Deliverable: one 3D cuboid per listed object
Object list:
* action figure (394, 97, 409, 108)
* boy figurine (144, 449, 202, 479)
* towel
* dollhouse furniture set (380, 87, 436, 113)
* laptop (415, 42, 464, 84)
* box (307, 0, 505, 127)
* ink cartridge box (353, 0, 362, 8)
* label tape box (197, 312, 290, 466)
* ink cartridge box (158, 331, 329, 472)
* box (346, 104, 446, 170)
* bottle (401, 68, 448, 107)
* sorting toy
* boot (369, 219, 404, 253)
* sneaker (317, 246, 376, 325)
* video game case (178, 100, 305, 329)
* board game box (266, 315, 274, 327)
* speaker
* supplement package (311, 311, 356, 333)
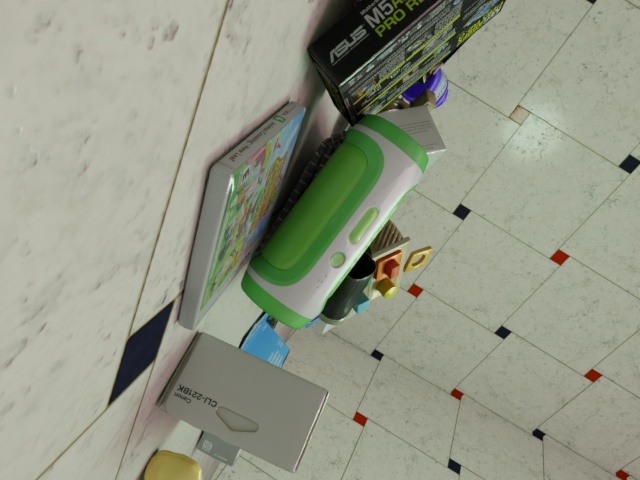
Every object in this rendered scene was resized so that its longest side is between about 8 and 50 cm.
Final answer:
[{"bbox_3d":[0.179,-0.278,1.452,0.330,0.179,0.341,-55,179,33],"label":"action figure"},{"bbox_3d":[-0.266,0.457,0.777,0.177,0.092,0.285,-56,170,-64],"label":"boy figurine"},{"bbox_3d":[-0.003,-0.047,0.859,0.283,0.121,0.235,-61,-177,2],"label":"towel"},{"bbox_3d":[0.168,-0.349,1.146,0.182,0.101,0.160,-32,-133,47],"label":"dollhouse furniture set"},{"bbox_3d":[0.226,-0.506,0.959,0.382,0.236,0.408,-47,144,-12],"label":"laptop"},{"bbox_3d":[0.121,-0.268,0.604,0.270,0.060,0.216,-39,175,8],"label":"box"},{"bbox_3d":[0.092,-0.338,0.642,0.104,0.062,0.181,-62,177,-6],"label":"ink cartridge box"},{"bbox_3d":[-0.175,0.367,1.268,0.347,0.115,0.249,-64,177,17],"label":"label tape box"},{"bbox_3d":[-0.110,0.251,0.737,0.273,0.197,0.114,107,8,-68],"label":"ink cartridge box"},{"bbox_3d":[0.144,-0.192,1.073,0.181,0.119,0.182,-15,166,-21],"label":"box"},{"bbox_3d":[0.305,-0.430,1.368,0.118,0.092,0.283,-57,165,18],"label":"bottle"},{"bbox_3d":[0.114,0.093,1.029,0.348,0.047,0.196,-24,146,-21],"label":"sorting toy"},{"bbox_3d":[0.083,-0.029,1.160,0.090,0.248,0.207,-58,178,-7],"label":"boot"},{"bbox_3d":[0.066,0.041,0.842,0.118,0.083,0.222,-59,-177,38],"label":"sneaker"},{"bbox_3d":[-0.086,-0.030,0.539,0.193,0.023,0.212,-60,174,-53],"label":"video game case"},{"bbox_3d":[-0.139,0.225,1.463,0.186,0.026,0.126,-66,175,30],"label":"board game box"},{"bbox_3d":[0.018,-0.025,0.676,0.296,0.131,0.131,-53,177,2],"label":"speaker"},{"bbox_3d":[0.027,0.092,1.235,0.175,0.178,0.293,-64,160,14],"label":"supplement package"}]
